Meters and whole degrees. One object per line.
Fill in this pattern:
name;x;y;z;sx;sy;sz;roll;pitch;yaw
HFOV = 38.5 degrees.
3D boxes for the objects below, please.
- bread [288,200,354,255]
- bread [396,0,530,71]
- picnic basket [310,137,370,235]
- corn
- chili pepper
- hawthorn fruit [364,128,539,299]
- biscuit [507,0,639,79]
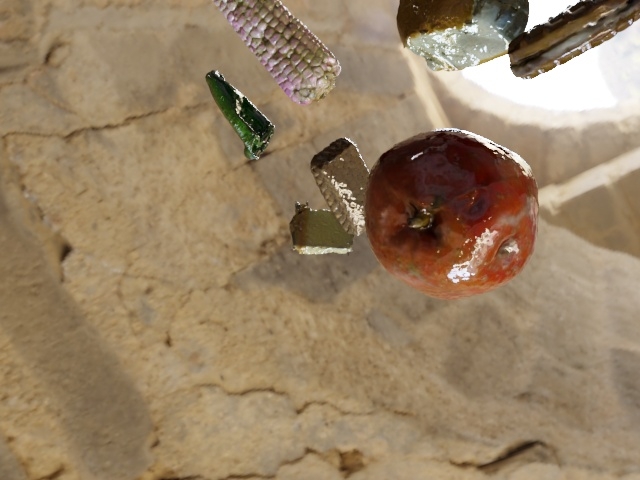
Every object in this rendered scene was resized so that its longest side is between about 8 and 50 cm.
bread;0.000;0.000;2.033;0.152;0.147;0.127;-86;1;-61
bread;0.350;-0.553;2.210;0.225;0.279;0.250;30;-123;-47
picnic basket;0.061;-0.106;1.840;0.193;0.110;0.055;59;165;-24
corn;-0.100;-0.412;1.822;0.335;0.126;0.126;46;-153;-5
chili pepper;-0.176;-0.279;1.994;0.216;0.062;0.108;58;-150;-5
hawthorn fruit;0.191;-0.039;1.389;0.299;0.275;0.275;-9;-106;-62
biscuit;0.555;-0.462;1.997;0.103;0.332;0.332;58;-154;-7
